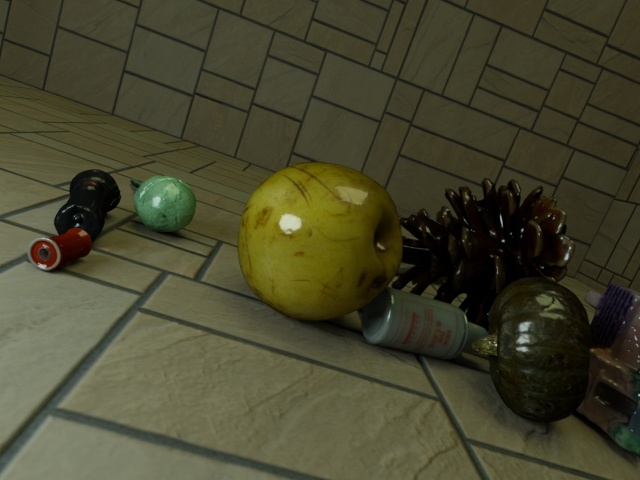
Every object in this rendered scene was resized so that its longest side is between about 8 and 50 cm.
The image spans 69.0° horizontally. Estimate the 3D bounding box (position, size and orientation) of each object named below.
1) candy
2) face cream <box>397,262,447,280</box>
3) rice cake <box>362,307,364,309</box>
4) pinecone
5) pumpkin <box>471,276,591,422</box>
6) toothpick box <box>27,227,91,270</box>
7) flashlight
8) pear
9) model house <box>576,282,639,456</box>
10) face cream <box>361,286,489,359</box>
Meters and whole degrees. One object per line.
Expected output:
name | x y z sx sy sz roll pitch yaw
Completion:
candy | -0.394 -0.112 1.073 0.119 0.119 0.440 12 8 -34
face cream | 0.263 0.069 1.388 0.342 0.084 0.137 8 25 -23
rice cake | 0.181 0.155 0.927 0.222 0.042 0.080 24 17 11
pinecone | 0.325 0.048 1.012 0.385 0.384 0.384 19 12 -4
pumpkin | 0.326 0.165 0.741 0.163 0.218 0.219 1 7 16
toothpick box | -0.362 0.011 0.655 0.047 0.047 0.083 20 11 0
flashlight | -0.411 -0.065 0.824 0.093 0.092 0.232 15 13 -22
pear | 0.000 0.000 0.771 0.281 0.280 0.280 19 12 -4
model house | 0.521 0.206 0.812 0.202 0.236 0.237 8 13 -31
face cream | 0.203 0.156 0.817 0.252 0.101 0.101 17 12 -18
